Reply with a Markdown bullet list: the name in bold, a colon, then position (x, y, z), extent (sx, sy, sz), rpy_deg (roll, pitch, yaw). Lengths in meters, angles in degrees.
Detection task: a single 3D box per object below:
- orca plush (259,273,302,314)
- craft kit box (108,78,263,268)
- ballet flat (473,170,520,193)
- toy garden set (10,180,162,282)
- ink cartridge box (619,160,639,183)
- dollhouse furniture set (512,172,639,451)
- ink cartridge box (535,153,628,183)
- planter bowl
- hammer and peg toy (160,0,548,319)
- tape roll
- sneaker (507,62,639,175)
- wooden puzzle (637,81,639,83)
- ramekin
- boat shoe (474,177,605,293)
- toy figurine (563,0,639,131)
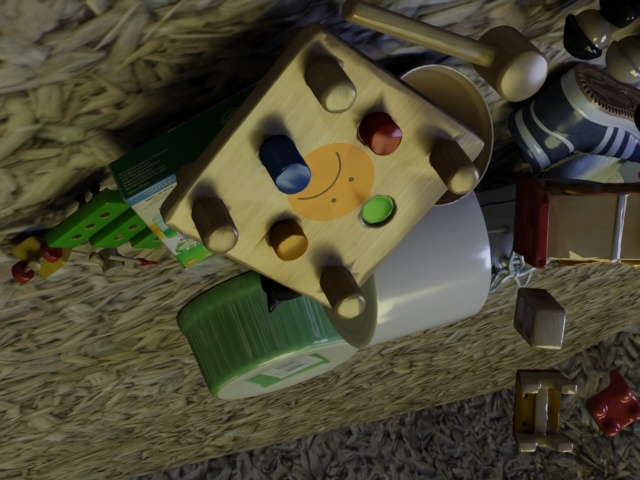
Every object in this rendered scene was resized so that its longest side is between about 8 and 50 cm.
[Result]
- **orca plush**: position (0.000, 0.000, 1.856), extent (0.287, 0.102, 0.151), rpy_deg (-21, -148, 41)
- **craft kit box**: position (-0.087, -0.081, 1.396), extent (0.250, 0.061, 0.246), rpy_deg (-28, 157, -1)
- **ballet flat**: position (0.251, -0.046, 1.979), extent (0.213, 0.072, 0.068), rpy_deg (-34, 179, 44)
- **toy garden set**: position (-0.247, -0.014, 1.526), extent (0.204, 0.049, 0.244), rpy_deg (-33, 161, 31)
- **ink cartridge box**: position (0.610, -0.029, 1.830), extent (0.211, 0.289, 0.121), rpy_deg (-30, 163, 26)
- **dollhouse furniture set**: position (0.370, 0.096, 1.711), extent (0.201, 0.374, 0.152), rpy_deg (2, -169, -4)
- **ink cartridge box**: position (0.454, -0.132, 1.933), extent (0.330, 0.071, 0.324), rpy_deg (-16, 163, -9)
- **planter bowl**: position (0.105, -0.122, 1.442), extent (0.162, 0.162, 0.109), rpy_deg (-11, -172, -29)
- **hammer and peg toy**: position (0.034, -0.108, 1.241), extent (0.266, 0.127, 0.361), rpy_deg (28, 111, -36)
- **tape roll**: position (0.095, 0.007, 1.646), extent (0.169, 0.246, 0.246), rpy_deg (-14, 163, -20)
- **sneaker**: position (0.374, -0.144, 1.704), extent (0.153, 0.099, 0.282), rpy_deg (-34, 144, 32)
- **wooden puzzle**: position (0.547, -0.228, 1.611), extent (0.238, 0.044, 0.221), rpy_deg (-15, -166, -10)
- **ramekin**: position (-0.077, 0.156, 2.086), extent (0.303, 0.148, 0.303), rpy_deg (-19, 164, -6)
- **boat shoe**: position (0.264, 0.008, 1.831), extent (0.367, 0.156, 0.136), rpy_deg (-6, 158, 15)
- **toy figurine**: position (0.397, -0.199, 1.399), extent (0.148, 0.209, 0.213), rpy_deg (-39, 156, 23)
